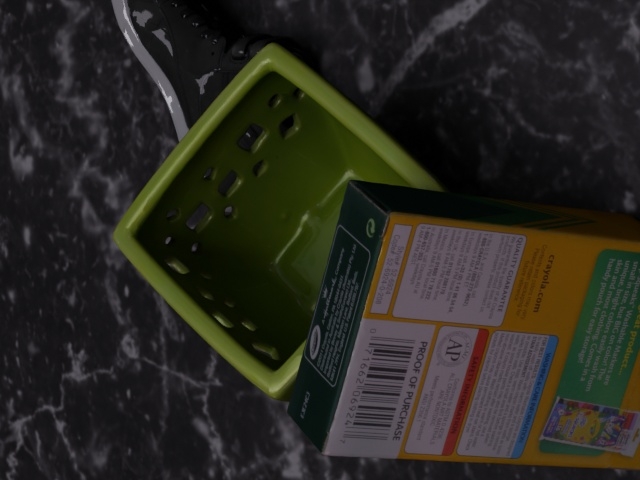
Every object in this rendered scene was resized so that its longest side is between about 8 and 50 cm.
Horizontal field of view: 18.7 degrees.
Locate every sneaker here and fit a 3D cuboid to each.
[{"bbox_3d":[-0.092,-0.188,1.838,0.147,0.104,0.296,-29,82,35],"label":"sneaker"}]

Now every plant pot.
[{"bbox_3d":[0.000,0.000,1.683,0.227,0.207,0.228,43,98,27],"label":"plant pot"}]

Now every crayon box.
[{"bbox_3d":[0.152,0.074,1.561,0.083,0.323,0.203,43,122,58],"label":"crayon box"}]
